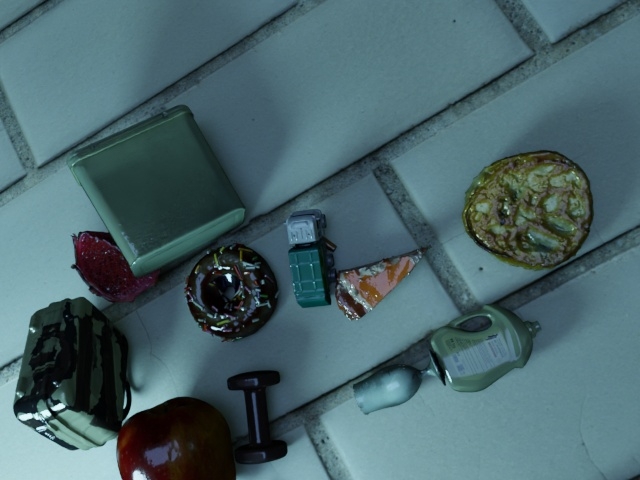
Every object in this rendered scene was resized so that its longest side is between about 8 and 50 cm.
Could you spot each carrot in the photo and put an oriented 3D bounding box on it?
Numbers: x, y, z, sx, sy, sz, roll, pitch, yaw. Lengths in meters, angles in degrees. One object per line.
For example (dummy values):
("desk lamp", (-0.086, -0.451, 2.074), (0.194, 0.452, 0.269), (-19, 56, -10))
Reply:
("carrot", (0.000, 0.000, 1.577), (0.093, 0.032, 0.032), (29, 90, 10))

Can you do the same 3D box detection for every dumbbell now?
("dumbbell", (-0.162, 0.450, 1.505), (0.140, 0.124, 0.226), (-8, 81, 11))

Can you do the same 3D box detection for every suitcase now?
("suitcase", (-0.623, 0.363, 1.519), (0.193, 0.339, 0.352), (-18, 47, 7))

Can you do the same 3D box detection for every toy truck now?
("toy truck", (-0.027, 0.052, 1.517), (0.114, 0.124, 0.254), (-7, 101, 11))

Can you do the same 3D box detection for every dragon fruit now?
("dragon fruit", (-0.575, 0.081, 1.651), (0.274, 0.126, 0.161), (25, 97, 1))

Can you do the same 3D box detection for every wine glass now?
("wine glass", (0.194, 0.351, 1.452), (0.222, 0.103, 0.103), (-24, 78, 9))

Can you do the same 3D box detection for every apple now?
("apple", (-0.356, 0.542, 1.457), (0.288, 0.288, 0.317), (-14, 96, 11))

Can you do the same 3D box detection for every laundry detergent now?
("laundry detergent", (0.409, 0.252, 1.420), (0.253, 0.091, 0.181), (-26, 72, 9))

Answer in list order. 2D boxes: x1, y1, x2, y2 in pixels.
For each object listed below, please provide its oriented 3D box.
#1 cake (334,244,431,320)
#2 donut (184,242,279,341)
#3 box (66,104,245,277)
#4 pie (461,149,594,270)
("cake", (0.153, 0.082, 1.496), (0.287, 0.098, 0.135), (-37, 76, 6))
("donut", (-0.244, 0.137, 1.578), (0.269, 0.103, 0.270), (-1, 84, 12))
("box", (-0.429, -0.132, 1.568), (0.351, 0.177, 0.344), (-29, 78, -18))
("pie", (0.513, -0.070, 1.444), (0.315, 0.092, 0.315), (-1, 88, 13))
